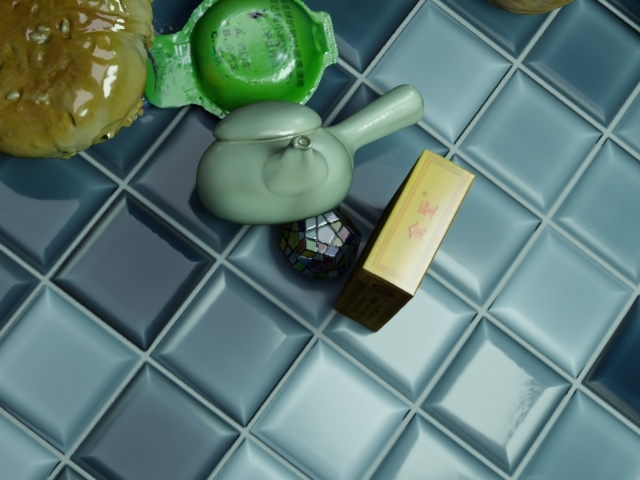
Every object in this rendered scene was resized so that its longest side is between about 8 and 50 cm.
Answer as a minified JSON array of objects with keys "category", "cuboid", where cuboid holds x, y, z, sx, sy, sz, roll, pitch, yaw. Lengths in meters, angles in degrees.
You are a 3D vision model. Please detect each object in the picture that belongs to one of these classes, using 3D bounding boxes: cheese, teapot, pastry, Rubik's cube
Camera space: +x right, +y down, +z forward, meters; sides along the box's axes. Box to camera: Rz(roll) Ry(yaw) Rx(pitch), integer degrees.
[{"category":"cheese","cuboid":[-0.137,-0.249,1.728,0.320,0.083,0.204,-12,83,-1]},{"category":"teapot","cuboid":[-0.023,-0.119,1.679,0.318,0.219,0.149,-26,116,-51]},{"category":"pastry","cuboid":[-0.348,-0.255,1.638,0.284,0.184,0.316,-9,83,7]},{"category":"Rubik's cube","cuboid":[0.000,0.000,1.696,0.111,0.093,0.111,2,79,-11]}]

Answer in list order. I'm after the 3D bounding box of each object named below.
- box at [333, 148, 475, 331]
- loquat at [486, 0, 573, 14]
[{"category":"box","cuboid":[0.101,0.008,1.618,0.076,0.274,0.174,27,75,0]},{"category":"loquat","cuboid":[0.295,-0.431,1.788,0.238,0.193,0.238,-1,93,-29]}]
